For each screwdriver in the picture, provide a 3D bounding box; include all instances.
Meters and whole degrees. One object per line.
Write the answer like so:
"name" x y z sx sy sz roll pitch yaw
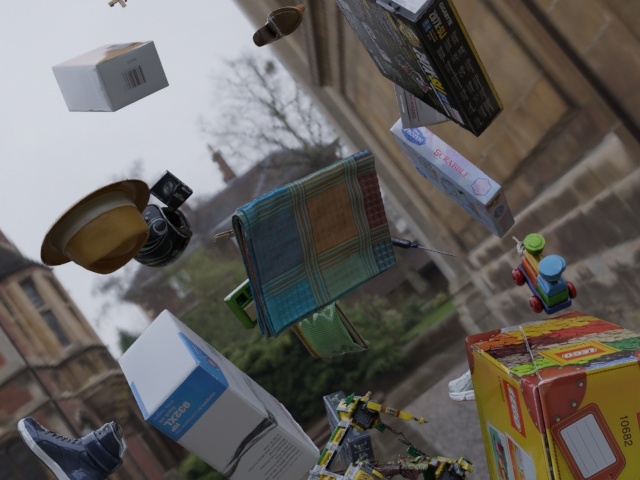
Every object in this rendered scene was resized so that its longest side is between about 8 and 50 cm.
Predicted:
"screwdriver" 0.251 0.017 2.251 0.025 0.169 0.024 -56 -29 -51

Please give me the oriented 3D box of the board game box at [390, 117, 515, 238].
"board game box" 0.345 -0.161 2.382 0.066 0.318 0.318 -48 -22 0

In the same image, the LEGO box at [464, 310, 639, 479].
"LEGO box" 0.374 0.378 1.282 0.193 0.501 0.372 -12 4 -4

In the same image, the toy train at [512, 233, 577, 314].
"toy train" 0.485 0.035 2.110 0.105 0.248 0.143 -22 -41 -3

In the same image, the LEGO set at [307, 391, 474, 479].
"LEGO set" 0.141 0.436 1.669 0.255 0.331 0.192 -49 12 -20

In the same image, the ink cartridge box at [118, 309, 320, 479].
"ink cartridge box" -0.174 0.287 1.581 0.129 0.307 0.223 -48 30 -3

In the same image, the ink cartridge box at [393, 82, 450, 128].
"ink cartridge box" 0.210 -0.276 1.804 0.060 0.104 0.180 -9 6 28

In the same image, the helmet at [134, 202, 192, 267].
"helmet" -0.432 -0.011 2.406 0.161 0.169 0.169 -38 -7 14

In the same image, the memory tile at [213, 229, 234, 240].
"memory tile" -0.210 -0.019 2.291 0.113 0.012 0.148 -17 -1 -9

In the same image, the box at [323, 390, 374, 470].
"box" 0.078 0.509 2.303 0.059 0.184 0.233 -17 21 -11

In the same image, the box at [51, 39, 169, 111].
"box" -0.386 -0.301 1.698 0.170 0.091 0.130 9 34 46

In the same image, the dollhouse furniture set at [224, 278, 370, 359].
"dollhouse furniture set" -0.055 0.203 2.266 0.151 0.302 0.197 -44 15 -33

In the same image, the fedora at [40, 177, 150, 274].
"fedora" -0.314 -0.006 1.360 0.194 0.079 0.194 -38 -15 -12

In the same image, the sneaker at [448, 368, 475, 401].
"sneaker" 0.377 0.291 2.078 0.099 0.121 0.262 -5 -11 -34

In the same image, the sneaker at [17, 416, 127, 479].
"sneaker" -0.507 0.412 1.930 0.163 0.226 0.086 -46 -13 -6

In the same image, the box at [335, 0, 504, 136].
"box" 0.147 -0.333 1.514 0.079 0.257 0.322 -48 -38 -3

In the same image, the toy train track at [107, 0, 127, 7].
"toy train track" -0.387 -0.491 1.854 0.083 0.048 0.014 -34 -14 -3

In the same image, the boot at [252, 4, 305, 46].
"boot" -0.082 -0.594 2.467 0.197 0.073 0.152 -16 20 47

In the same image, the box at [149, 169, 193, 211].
"box" -0.351 -0.116 2.168 0.067 0.083 0.018 -42 29 13

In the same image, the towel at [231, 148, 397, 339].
"towel" 0.000 0.000 1.851 0.370 0.272 0.040 -28 23 -35
